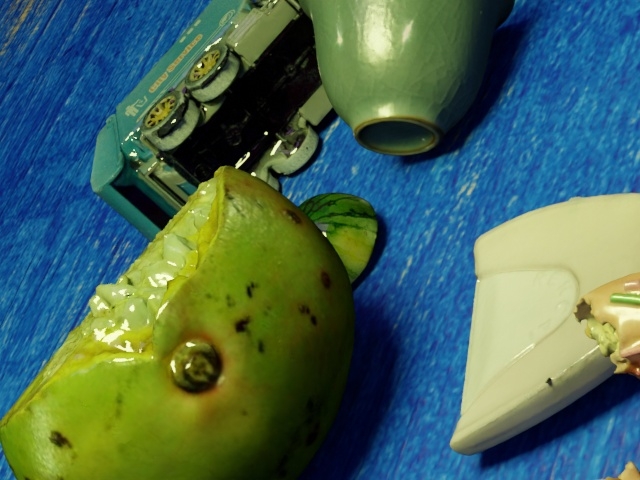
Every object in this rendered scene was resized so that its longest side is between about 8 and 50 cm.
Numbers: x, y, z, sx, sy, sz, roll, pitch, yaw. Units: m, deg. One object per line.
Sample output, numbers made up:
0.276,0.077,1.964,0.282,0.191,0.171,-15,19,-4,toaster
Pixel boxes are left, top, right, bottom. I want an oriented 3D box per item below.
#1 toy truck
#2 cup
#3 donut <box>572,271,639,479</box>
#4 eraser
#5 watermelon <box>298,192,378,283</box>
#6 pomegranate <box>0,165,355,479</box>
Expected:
-0.071,-0.157,1.734,0.367,0.146,0.175,-47,28,-3,toy truck
0.073,-0.158,1.565,0.199,0.199,0.150,-15,62,39,cup
0.230,0.120,1.091,0.199,0.085,0.233,-2,62,32,donut
0.204,0.044,1.269,0.243,0.059,0.204,-25,37,36,eraser
0.000,0.000,1.550,0.105,0.062,0.105,-33,39,32,watermelon
-0.099,0.114,1.423,0.310,0.216,0.358,-53,2,-10,pomegranate
